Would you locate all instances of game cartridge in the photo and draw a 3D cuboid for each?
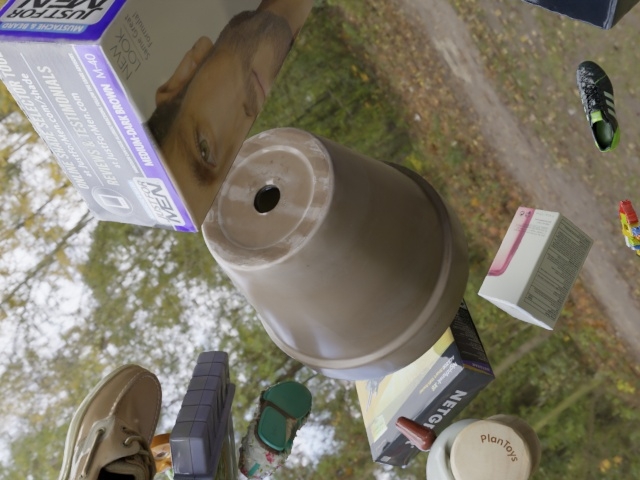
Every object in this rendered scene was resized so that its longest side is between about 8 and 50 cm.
[{"bbox_3d":[-0.154,0.371,1.092,0.230,0.068,0.355,-97,4,-68],"label":"game cartridge"}]

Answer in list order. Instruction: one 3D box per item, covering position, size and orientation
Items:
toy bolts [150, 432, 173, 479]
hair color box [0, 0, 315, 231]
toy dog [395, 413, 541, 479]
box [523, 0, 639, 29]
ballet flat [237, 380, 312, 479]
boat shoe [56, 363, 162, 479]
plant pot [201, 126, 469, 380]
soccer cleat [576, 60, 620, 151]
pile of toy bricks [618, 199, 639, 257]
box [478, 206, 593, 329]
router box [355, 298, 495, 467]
[{"bbox_3d":[-0.301,0.499,1.416,0.158,0.228,0.218,60,177,39],"label":"toy bolts"},{"bbox_3d":[-0.106,-0.195,0.616,0.185,0.110,0.339,71,-146,-50],"label":"hair color box"},{"bbox_3d":[0.129,0.323,0.814,0.161,0.334,0.220,13,150,23],"label":"toy dog"},{"bbox_3d":[0.388,-0.508,0.923,0.212,0.395,0.293,33,152,30],"label":"box"},{"bbox_3d":[-0.075,0.282,1.130,0.091,0.077,0.241,34,-166,5],"label":"ballet flat"},{"bbox_3d":[-0.257,0.293,0.940,0.121,0.110,0.341,60,-153,-33],"label":"boat shoe"},{"bbox_3d":[0.000,0.000,0.997,0.280,0.323,0.323,37,-162,-54],"label":"plant pot"},{"bbox_3d":[0.528,-0.254,1.427,0.072,0.060,0.179,-31,-77,-55],"label":"soccer cleat"},{"bbox_3d":[0.545,-0.035,1.187,0.212,0.118,0.105,-54,-51,-78],"label":"pile of toy bricks"},{"bbox_3d":[0.489,0.061,1.705,0.148,0.232,0.127,31,173,-33],"label":"box"},{"bbox_3d":[0.194,0.266,1.513,0.081,0.309,0.243,20,-147,-25],"label":"router box"}]
